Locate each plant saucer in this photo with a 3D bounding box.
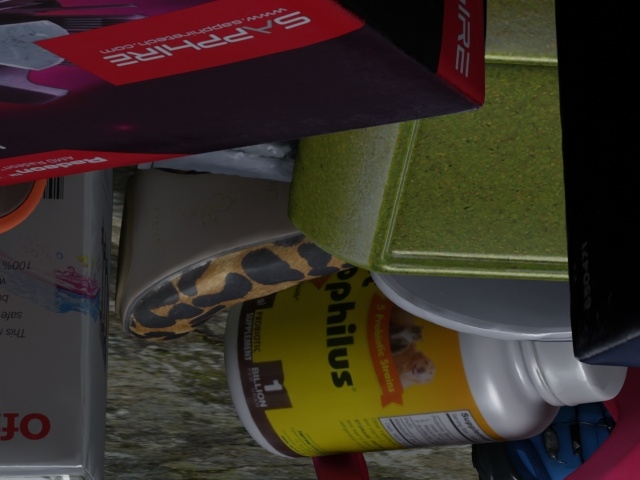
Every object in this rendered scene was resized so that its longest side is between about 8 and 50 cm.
[{"bbox_3d":[0.089,-0.040,0.692,0.188,0.045,0.188,3,144,-6],"label":"plant saucer"}]

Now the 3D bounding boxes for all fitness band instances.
[{"bbox_3d":[0.100,0.117,1.117,0.209,0.054,0.291,-21,-162,1],"label":"fitness band"}]

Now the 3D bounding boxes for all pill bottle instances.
[{"bbox_3d":[0.061,0.059,1.055,0.215,0.117,0.117,-9,163,30],"label":"pill bottle"}]

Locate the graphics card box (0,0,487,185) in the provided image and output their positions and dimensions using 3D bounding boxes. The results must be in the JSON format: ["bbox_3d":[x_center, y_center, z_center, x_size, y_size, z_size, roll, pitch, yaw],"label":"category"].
[{"bbox_3d":[-0.131,-0.107,0.478,0.233,0.094,0.371,-7,163,26],"label":"graphics card box"}]

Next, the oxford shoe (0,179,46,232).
[{"bbox_3d":[-0.240,-0.055,0.706,0.271,0.097,0.098,14,171,-17],"label":"oxford shoe"}]

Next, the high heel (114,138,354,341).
[{"bbox_3d":[0.000,0.000,0.875,0.186,0.093,0.261,6,158,-8],"label":"high heel"}]

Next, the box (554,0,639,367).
[{"bbox_3d":[0.247,-0.071,0.440,0.294,0.183,0.296,3,165,-15],"label":"box"}]

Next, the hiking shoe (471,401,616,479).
[{"bbox_3d":[0.266,0.140,1.429,0.304,0.113,0.132,-3,156,-19],"label":"hiking shoe"}]

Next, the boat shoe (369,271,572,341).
[{"bbox_3d":[0.147,0.015,0.934,0.258,0.095,0.084,3,161,-7],"label":"boat shoe"}]

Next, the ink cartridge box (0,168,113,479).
[{"bbox_3d":[-0.157,0.021,0.798,0.128,0.176,0.127,1,165,-2],"label":"ink cartridge box"}]
